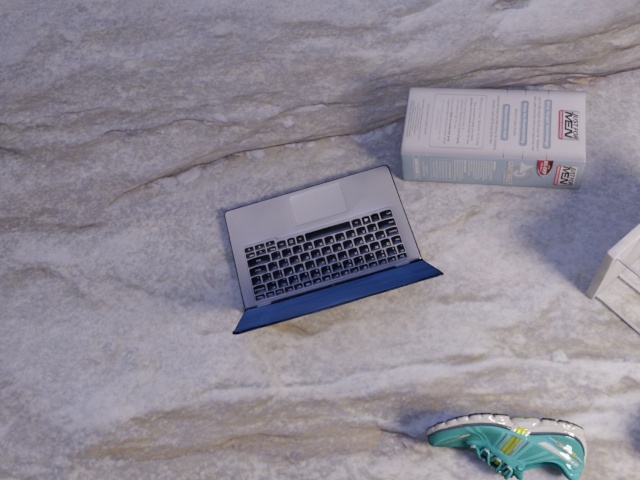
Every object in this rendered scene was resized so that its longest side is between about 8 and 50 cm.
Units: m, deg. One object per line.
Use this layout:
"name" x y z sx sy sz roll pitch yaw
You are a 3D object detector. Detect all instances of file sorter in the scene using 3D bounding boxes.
"file sorter" 0.665 0.033 1.415 0.278 0.192 0.173 -38 65 -12

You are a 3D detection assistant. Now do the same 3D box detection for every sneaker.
"sneaker" 0.322 0.360 1.343 0.276 0.107 0.109 3 71 12

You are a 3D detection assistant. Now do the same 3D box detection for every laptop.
"laptop" 0.000 0.000 1.522 0.382 0.236 0.407 -16 59 0

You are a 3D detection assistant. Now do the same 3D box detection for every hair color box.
"hair color box" 0.370 -0.222 1.655 0.375 0.113 0.185 4 62 13
